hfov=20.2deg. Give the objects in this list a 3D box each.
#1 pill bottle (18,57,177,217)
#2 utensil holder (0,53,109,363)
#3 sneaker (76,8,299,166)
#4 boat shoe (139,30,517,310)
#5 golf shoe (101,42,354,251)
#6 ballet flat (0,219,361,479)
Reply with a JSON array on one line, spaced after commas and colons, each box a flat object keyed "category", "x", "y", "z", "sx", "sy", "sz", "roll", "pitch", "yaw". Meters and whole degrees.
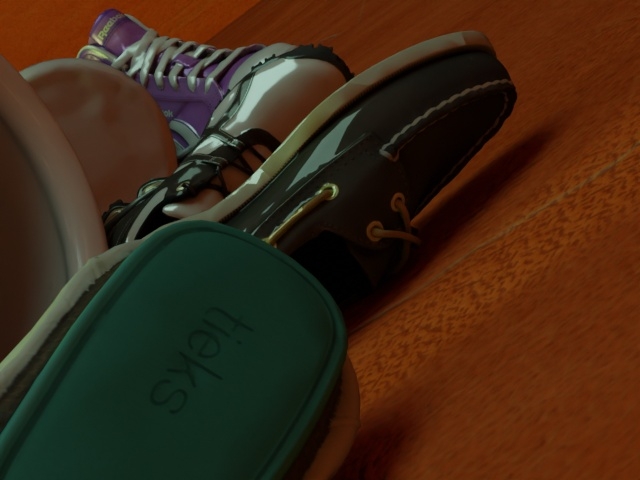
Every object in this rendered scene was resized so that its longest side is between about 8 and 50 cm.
[{"category": "pill bottle", "x": -0.238, "y": -0.054, "z": 1.539, "sx": 0.169, "sy": 0.169, "sz": 0.301, "roll": -43, "pitch": 10, "yaw": -17}, {"category": "utensil holder", "x": -0.368, "y": 0.066, "z": 1.092, "sx": 0.385, "sy": 0.327, "sz": 0.327, "roll": -36, "pitch": 11, "yaw": 38}, {"category": "sneaker", "x": -0.128, "y": -0.141, "z": 1.558, "sx": 0.102, "sy": 0.161, "sz": 0.282, "roll": -45, "pitch": 13, "yaw": -36}, {"category": "boat shoe", "x": 0.000, "y": 0.000, "z": 0.752, "sx": 0.227, "sy": 0.069, "sz": 0.081, "roll": -37, "pitch": -30, "yaw": -10}, {"category": "golf shoe", "x": -0.051, "y": -0.033, "z": 1.088, "sx": 0.198, "sy": 0.077, "sz": 0.094, "roll": -45, "pitch": 20, "yaw": 11}, {"category": "ballet flat", "x": -0.103, "y": 0.129, "z": 0.457, "sx": 0.139, "sy": 0.139, "sz": 0.400, "roll": -33, "pitch": 8, "yaw": 32}]
